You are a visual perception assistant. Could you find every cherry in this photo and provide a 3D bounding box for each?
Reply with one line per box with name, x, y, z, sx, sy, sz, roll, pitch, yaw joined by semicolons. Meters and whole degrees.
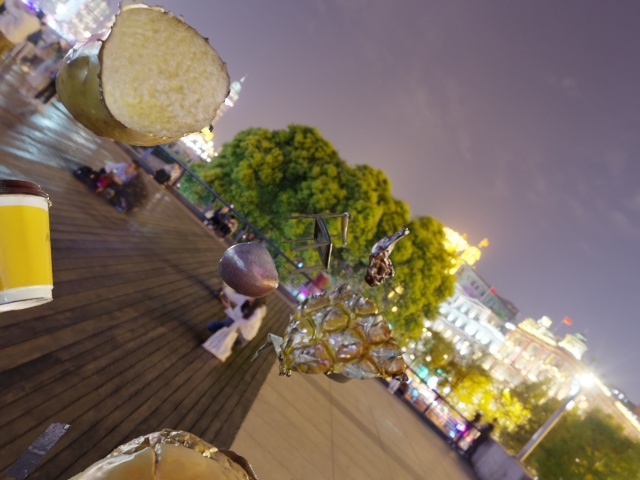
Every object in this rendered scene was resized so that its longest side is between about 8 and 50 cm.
cherry;-0.197;0.082;1.299;0.176;0.140;0.176;53;10;-13

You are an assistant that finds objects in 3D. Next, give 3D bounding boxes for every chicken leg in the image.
chicken leg;0.187;0.046;1.367;0.093;0.204;0.053;14;25;-5

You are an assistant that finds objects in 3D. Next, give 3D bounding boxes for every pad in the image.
pad;-0.892;0.660;1.479;0.116;0.193;0.004;-7;-56;34

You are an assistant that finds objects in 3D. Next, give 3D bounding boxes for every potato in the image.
potato;-0.382;-0.312;0.984;0.289;0.300;0.237;28;-27;-35

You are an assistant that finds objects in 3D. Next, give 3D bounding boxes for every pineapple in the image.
pineapple;-0.008;0.155;0.801;0.159;0.161;0.335;0;-6;-21

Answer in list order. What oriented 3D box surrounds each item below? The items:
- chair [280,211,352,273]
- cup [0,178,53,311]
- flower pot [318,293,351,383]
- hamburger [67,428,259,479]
chair;0.000;0.000;1.766;0.188;0.273;0.166;96;-21;-54
cup;-0.691;0.010;1.038;0.196;0.197;0.279;57;17;-82
flower pot;0.057;0.291;1.328;0.269;0.166;0.269;37;8;-6
hamburger;-0.137;0.289;0.388;0.244;0.244;0.163;42;-20;-2
